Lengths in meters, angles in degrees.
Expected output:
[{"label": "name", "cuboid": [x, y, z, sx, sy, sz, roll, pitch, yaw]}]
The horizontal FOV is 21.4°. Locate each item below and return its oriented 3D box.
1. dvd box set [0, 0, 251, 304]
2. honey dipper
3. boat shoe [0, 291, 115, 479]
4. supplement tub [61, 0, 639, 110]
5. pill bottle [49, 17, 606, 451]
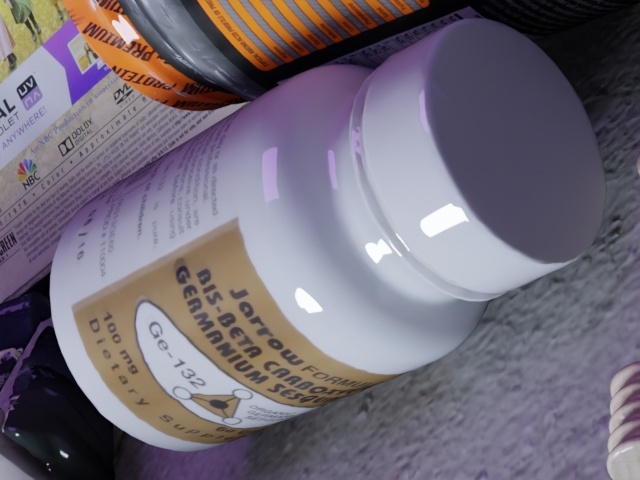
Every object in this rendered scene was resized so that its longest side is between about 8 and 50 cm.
[{"label": "dvd box set", "cuboid": [-0.173, -0.208, 1.026, 0.307, 0.062, 0.420, -37, 73, 30]}, {"label": "honey dipper", "cuboid": [0.120, 0.019, 0.613, 0.030, 0.030, 0.161, -32, 32, 36]}, {"label": "boat shoe", "cuboid": [-0.239, 0.169, 0.930, 0.340, 0.127, 0.158, -35, 25, 17]}, {"label": "supplement tub", "cuboid": [0.048, -0.178, 0.726, 0.338, 0.207, 0.207, -16, 44, 38]}, {"label": "pill bottle", "cuboid": [0.000, 0.000, 0.714, 0.229, 0.131, 0.131, -27, 37, 42]}]
